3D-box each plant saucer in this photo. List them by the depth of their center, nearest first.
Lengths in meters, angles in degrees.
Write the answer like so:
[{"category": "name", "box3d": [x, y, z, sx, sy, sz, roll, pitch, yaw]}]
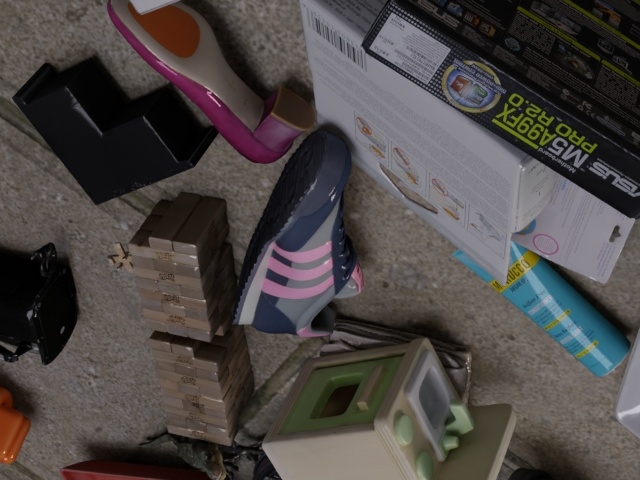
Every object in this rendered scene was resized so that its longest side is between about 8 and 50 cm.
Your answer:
[{"category": "plant saucer", "box3d": [-0.221, 0.410, 1.961, 0.259, 0.047, 0.259, 1, 133, 25]}]

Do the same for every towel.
[{"category": "towel", "box3d": [0.093, 0.219, 1.643, 0.187, 0.049, 0.282, 11, 133, 18]}]

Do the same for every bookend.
[{"category": "bookend", "box3d": [-0.224, -0.137, 1.460, 0.156, 0.072, 0.157, -18, 119, 36]}]

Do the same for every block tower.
[{"category": "block tower", "box3d": [-0.152, 0.099, 1.625, 0.091, 0.097, 0.335, 11, 131, 18]}]

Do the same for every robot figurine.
[{"category": "robot figurine", "box3d": [-0.533, 0.250, 1.922, 0.219, 0.158, 0.128, 20, 113, 8]}]

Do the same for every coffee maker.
[{"category": "coffee maker", "box3d": [-0.416, 0.059, 1.718, 0.178, 0.120, 0.171, 12, 110, 14]}]

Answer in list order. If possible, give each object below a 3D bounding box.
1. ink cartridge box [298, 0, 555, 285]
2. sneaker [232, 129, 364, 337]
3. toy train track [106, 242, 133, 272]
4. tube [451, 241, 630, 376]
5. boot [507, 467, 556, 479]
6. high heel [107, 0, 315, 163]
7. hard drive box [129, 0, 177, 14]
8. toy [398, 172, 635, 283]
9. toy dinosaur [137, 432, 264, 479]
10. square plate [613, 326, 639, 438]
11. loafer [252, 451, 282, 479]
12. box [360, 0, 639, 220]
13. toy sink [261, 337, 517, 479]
[{"category": "ink cartridge box", "box3d": [0.101, -0.105, 1.269, 0.275, 0.060, 0.239, 41, 164, 22]}, {"category": "sneaker", "box3d": [0.000, 0.000, 1.463, 0.131, 0.112, 0.319, 16, 144, -10]}, {"category": "toy train track", "box3d": [-0.231, 0.024, 1.651, 0.083, 0.014, 0.048, -5, 127, 29]}, {"category": "tube", "box3d": [0.241, 0.060, 1.433, 0.207, 0.052, 0.080, 41, 125, -4]}, {"category": "boot", "box3d": [0.452, 0.425, 1.547, 0.445, 0.146, 0.367, 6, 141, 34]}, {"category": "high heel", "box3d": [-0.128, -0.162, 1.377, 0.244, 0.082, 0.117, 28, 148, -21]}, {"category": "hard drive box", "box3d": [-0.147, -0.345, 1.222, 0.181, 0.089, 0.232, -12, 122, 34]}, {"category": "toy", "box3d": [0.201, -0.065, 1.330, 0.237, 0.056, 0.137, 24, 139, 11]}, {"category": "toy dinosaur", "box3d": [-0.151, 0.286, 1.795, 0.118, 0.064, 0.268, 16, 170, -22]}, {"category": "square plate", "box3d": [0.463, 0.143, 1.289, 0.347, 0.049, 0.344, 38, 137, 34]}, {"category": "loafer", "box3d": [-0.058, 0.367, 1.749, 0.109, 0.095, 0.302, 20, 137, -8]}, {"category": "box", "box3d": [0.191, -0.165, 1.130, 0.270, 0.216, 0.060, 31, 134, -4]}, {"category": "toy sink", "box3d": [0.078, 0.207, 1.501, 0.234, 0.152, 0.131, -11, 121, 32]}]
